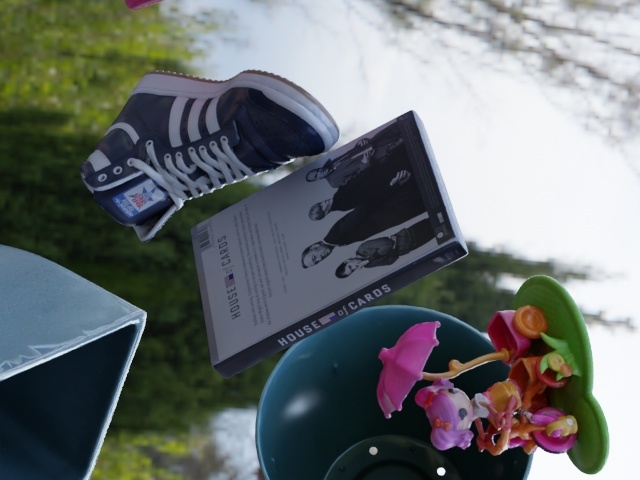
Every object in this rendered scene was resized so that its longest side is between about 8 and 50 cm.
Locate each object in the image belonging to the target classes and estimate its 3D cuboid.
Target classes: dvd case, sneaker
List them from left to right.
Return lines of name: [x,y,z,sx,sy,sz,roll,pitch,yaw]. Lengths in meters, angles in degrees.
sneaker: [-0.112,-0.073,1.366,0.282,0.099,0.153,10,-123,48]
dvd case: [0.000,0.000,1.300,0.029,0.238,0.179,50,18,-40]

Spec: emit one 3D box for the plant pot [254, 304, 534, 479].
plant pot: [0.082,0.255,1.650,0.235,0.293,0.293,85,4,-59]

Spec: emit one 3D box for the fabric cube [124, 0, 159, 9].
fabric cube: [-0.065,-0.388,1.369,0.258,0.254,0.259,-4,-71,57]

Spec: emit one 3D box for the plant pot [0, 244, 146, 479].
plant pot: [-0.373,0.133,1.502,0.247,0.252,0.248,-23,142,-54]

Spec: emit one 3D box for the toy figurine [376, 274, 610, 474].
toy figurine: [0.125,0.121,1.186,0.130,0.159,0.173,113,-37,-54]
